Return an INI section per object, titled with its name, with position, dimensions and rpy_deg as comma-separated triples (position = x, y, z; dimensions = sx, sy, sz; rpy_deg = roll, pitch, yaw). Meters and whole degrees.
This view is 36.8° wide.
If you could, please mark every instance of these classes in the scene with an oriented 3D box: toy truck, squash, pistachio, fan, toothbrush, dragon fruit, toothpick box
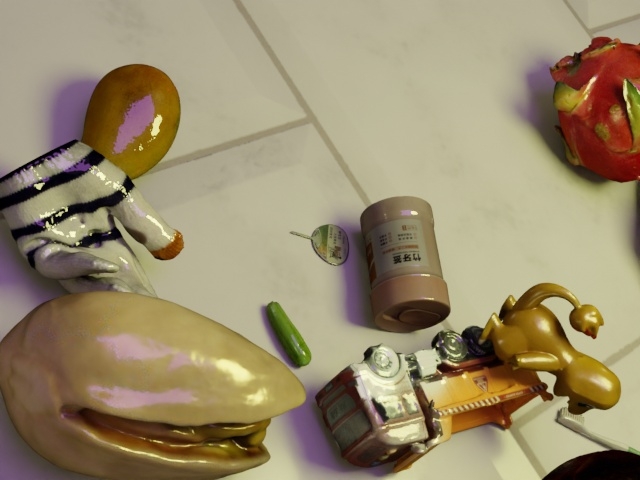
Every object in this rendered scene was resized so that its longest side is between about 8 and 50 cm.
[toy truck]
position = 0.135, 0.189, 1.145
dimensions = 0.271, 0.114, 0.135
rpy_deg = -7, 61, -34
[squash]
position = -0.039, 0.111, 1.150
dimensions = 0.027, 0.027, 0.089
rpy_deg = -24, 74, -37
[pistachio]
position = -0.172, 0.148, 0.966
dimensions = 0.299, 0.187, 0.187
rpy_deg = 18, 55, -26
[fan]
position = 0.006, 0.007, 1.249
dimensions = 0.080, 0.003, 0.060
rpy_deg = -11, 67, -33
[toothbrush]
position = 0.428, 0.292, 1.298
dimensions = 0.257, 0.018, 0.024
rpy_deg = 30, 46, -9
[dragon fruit]
position = 0.473, -0.207, 1.500
dimensions = 0.224, 0.224, 0.227
rpy_deg = -36, 102, -38
[toothpick box]
position = 0.107, 0.030, 1.229
dimensions = 0.099, 0.098, 0.148
rpy_deg = 8, 58, -24

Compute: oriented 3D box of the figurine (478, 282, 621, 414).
[figurine]
position = 0.288, 0.124, 1.129
dimensions = 0.176, 0.122, 0.121
rpy_deg = 44, 36, 6

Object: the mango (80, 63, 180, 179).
[mango]
position = -0.227, -0.138, 1.160
dimensions = 0.111, 0.089, 0.163
rpy_deg = 9, 67, -11

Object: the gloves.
[gloves]
position = -0.248, 0.005, 1.049
dimensions = 0.218, 0.131, 0.140
rpy_deg = 62, 32, -14

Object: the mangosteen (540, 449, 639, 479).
[mangosteen]
position = 0.333, 0.380, 1.031
dimensions = 0.297, 0.297, 0.293
rpy_deg = 35, 81, -6
